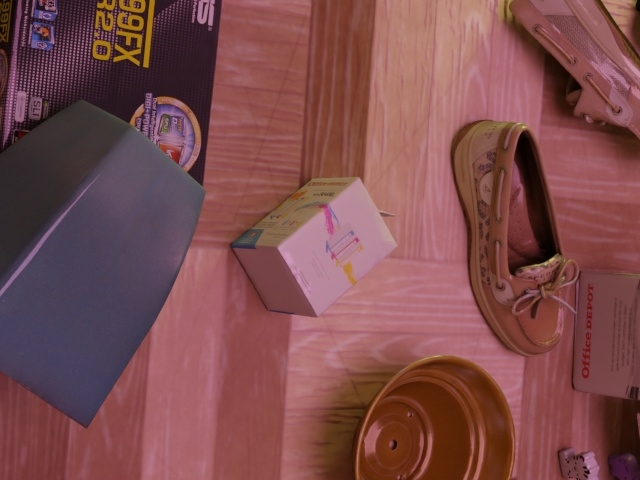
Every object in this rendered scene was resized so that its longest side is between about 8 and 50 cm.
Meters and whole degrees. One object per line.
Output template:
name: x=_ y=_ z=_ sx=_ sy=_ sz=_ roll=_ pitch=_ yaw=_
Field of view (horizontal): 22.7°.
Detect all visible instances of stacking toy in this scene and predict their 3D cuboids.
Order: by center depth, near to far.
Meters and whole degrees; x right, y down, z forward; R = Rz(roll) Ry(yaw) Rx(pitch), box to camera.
stacking toy: x=0.384 y=0.325 z=1.954 sx=0.167 sy=0.052 sz=0.221 roll=-19 pitch=104 yaw=-32

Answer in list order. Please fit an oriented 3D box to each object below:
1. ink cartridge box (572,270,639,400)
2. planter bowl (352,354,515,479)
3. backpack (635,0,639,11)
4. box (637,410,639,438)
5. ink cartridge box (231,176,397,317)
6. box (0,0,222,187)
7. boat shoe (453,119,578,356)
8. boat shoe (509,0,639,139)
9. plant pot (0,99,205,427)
ink cartridge box: x=0.398 y=0.114 z=1.861 sx=0.086 sy=0.203 sz=0.148 roll=2 pitch=92 yaw=-36
planter bowl: x=0.101 y=0.227 z=1.731 sx=0.217 sy=0.090 sz=0.217 roll=-3 pitch=95 yaw=-34
backpack: x=0.546 y=-0.282 z=1.958 sx=0.253 sy=0.191 sz=0.225 roll=30 pitch=75 yaw=-37
box: x=0.504 y=0.248 z=1.964 sx=0.290 sy=0.087 sz=0.169 roll=-21 pitch=105 yaw=-48
ink cartridge box: x=0.000 y=0.000 z=1.649 sx=0.143 sy=0.092 sz=0.090 roll=-41 pitch=113 yaw=-27
box: x=-0.204 y=-0.183 z=1.518 sx=0.216 sy=0.060 sz=0.270 roll=7 pitch=89 yaw=-34
boat shoe: x=0.226 y=0.003 z=1.804 sx=0.105 sy=0.089 sz=0.285 roll=-28 pitch=108 yaw=-31
boat shoe: x=0.331 y=-0.189 z=1.870 sx=0.098 sy=0.109 sz=0.302 roll=-34 pitch=118 yaw=14
plant pot: x=-0.227 y=0.005 z=1.408 sx=0.234 sy=0.165 sz=0.166 roll=-54 pitch=131 yaw=-7
